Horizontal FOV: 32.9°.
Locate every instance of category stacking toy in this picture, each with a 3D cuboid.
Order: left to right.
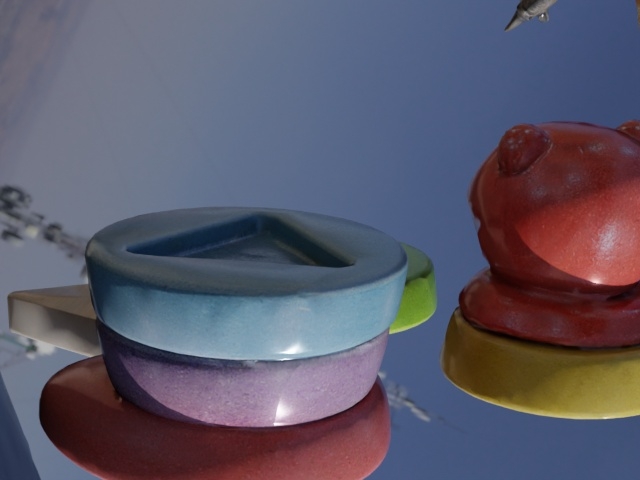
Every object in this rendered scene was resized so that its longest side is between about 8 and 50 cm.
[{"bbox_3d":[0.000,0.000,0.544,0.279,0.308,0.131,21,-66,52],"label":"stacking toy"}]

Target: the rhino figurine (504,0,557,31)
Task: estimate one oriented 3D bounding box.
[{"bbox_3d":[0.308,-0.338,1.291,0.243,0.073,0.106,-47,-176,15],"label":"rhino figurine"}]

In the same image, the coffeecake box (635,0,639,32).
[{"bbox_3d":[0.380,-0.197,0.902,0.142,0.185,0.068,-41,-143,47],"label":"coffeecake box"}]

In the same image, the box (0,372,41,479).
[{"bbox_3d":[-0.362,0.072,0.278,0.471,0.298,0.480,-21,-179,-10],"label":"box"}]
